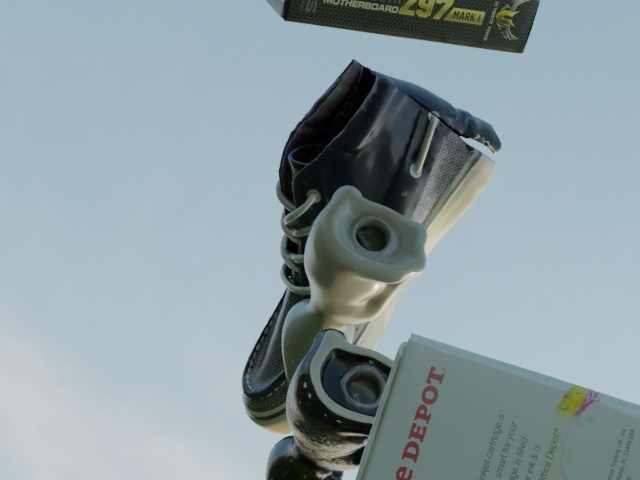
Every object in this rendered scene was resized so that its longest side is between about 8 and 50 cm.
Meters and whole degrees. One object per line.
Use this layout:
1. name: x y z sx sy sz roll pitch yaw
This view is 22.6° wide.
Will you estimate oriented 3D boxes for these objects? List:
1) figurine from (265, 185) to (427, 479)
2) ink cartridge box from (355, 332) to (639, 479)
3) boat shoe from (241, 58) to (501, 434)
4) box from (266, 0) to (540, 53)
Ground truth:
1. figurine: 0.006 0.097 1.267 0.092 0.215 0.209 14 -35 -11
2. ink cartridge box: 0.126 0.163 0.948 0.212 0.154 0.093 17 -13 6
3. boat shoe: 0.000 0.000 1.411 0.158 0.341 0.127 33 1 -34
4. box: 0.029 -0.209 1.157 0.233 0.183 0.059 -124 -136 -57
